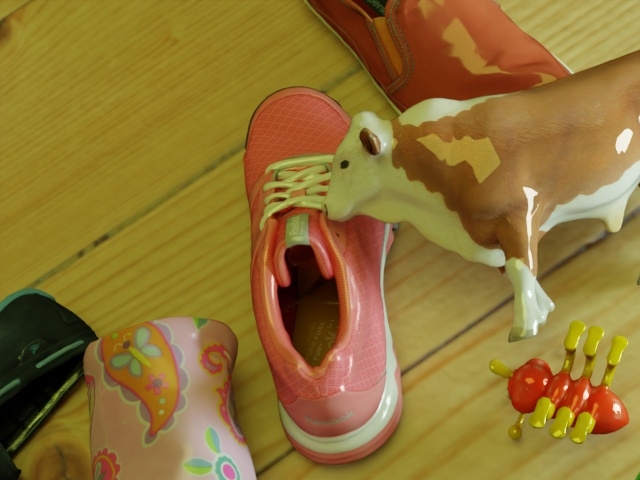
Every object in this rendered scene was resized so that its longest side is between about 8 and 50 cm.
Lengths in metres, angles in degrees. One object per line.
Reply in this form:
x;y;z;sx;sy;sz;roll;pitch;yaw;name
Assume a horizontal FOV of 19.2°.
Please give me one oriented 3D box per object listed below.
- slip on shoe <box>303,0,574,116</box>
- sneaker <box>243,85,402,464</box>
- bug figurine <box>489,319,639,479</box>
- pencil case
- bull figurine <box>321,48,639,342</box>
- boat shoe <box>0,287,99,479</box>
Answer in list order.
0.089;-0.165;1.496;0.123;0.101;0.331;-39;62;-11;slip on shoe
0.001;0.000;1.407;0.116;0.136;0.314;-12;60;5;sneaker
0.175;0.204;1.294;0.216;0.072;0.279;23;65;16;bug figurine
-0.097;0.196;1.340;0.124;0.124;0.284;-15;61;5;pencil case
0.161;-0.039;1.358;0.310;0.101;0.188;-20;89;-11;bull figurine
-0.260;0.149;1.408;0.089;0.109;0.258;27;73;21;boat shoe
